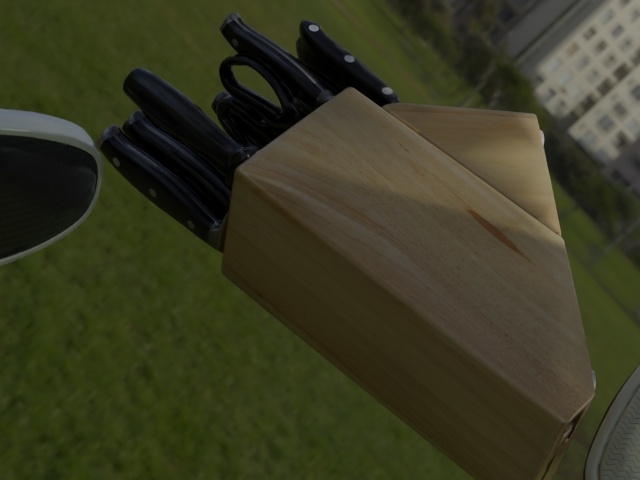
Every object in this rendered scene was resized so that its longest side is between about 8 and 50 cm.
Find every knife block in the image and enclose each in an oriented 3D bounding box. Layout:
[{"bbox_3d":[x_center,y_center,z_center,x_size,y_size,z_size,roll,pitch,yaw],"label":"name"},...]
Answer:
[{"bbox_3d":[0.000,0.000,0.727,0.088,0.242,0.275,101,-12,-49],"label":"knife block"}]

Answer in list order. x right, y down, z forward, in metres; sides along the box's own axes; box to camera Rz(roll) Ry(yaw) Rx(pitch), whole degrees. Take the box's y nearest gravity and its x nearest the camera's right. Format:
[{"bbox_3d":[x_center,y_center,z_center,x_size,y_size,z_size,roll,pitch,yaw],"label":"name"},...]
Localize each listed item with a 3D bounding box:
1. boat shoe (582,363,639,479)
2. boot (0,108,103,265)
[{"bbox_3d":[0.227,0.078,0.770,0.084,0.233,0.079,39,-25,15],"label":"boat shoe"},{"bbox_3d":[-0.249,-0.055,0.711,0.244,0.088,0.176,-7,34,-39],"label":"boot"}]
